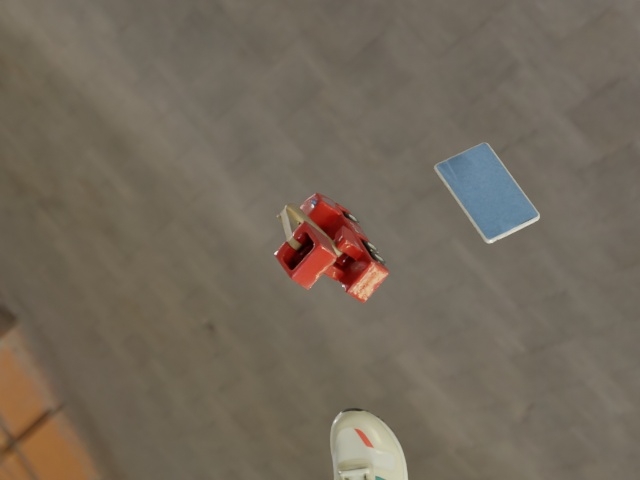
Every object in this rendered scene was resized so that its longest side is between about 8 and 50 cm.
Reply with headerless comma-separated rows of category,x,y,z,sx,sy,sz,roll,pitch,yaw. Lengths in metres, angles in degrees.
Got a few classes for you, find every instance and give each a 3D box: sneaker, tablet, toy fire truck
sneaker,0.039,0.218,1.288,0.057,0.075,0.161,-8,97,16
tablet,0.136,-0.040,1.306,0.083,0.054,0.006,57,160,23
toy fire truck,0.000,0.000,1.624,0.135,0.047,0.192,32,-165,-32
